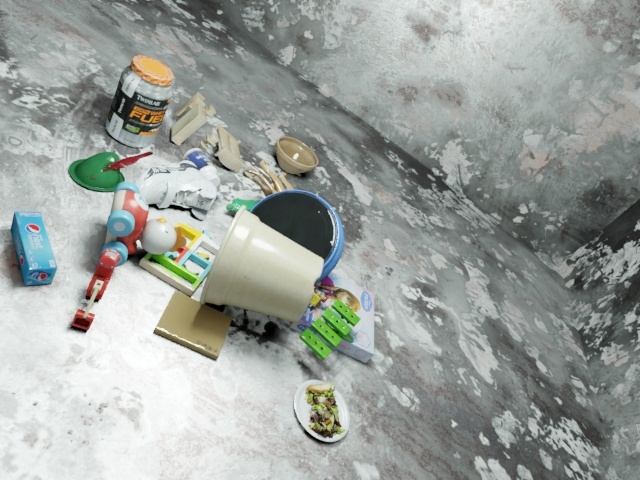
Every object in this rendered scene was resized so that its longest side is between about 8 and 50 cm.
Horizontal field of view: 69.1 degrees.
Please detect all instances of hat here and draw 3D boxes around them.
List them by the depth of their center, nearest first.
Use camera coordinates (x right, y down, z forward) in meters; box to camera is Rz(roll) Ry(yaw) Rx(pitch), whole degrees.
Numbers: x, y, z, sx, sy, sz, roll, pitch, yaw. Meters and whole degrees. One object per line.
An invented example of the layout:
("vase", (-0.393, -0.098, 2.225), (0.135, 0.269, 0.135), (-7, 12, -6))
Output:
("hat", (-0.729, -0.289, 1.592), (0.208, 0.184, 0.173), (-7, 52, -47))

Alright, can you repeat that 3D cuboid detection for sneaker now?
("sneaker", (-0.511, -0.170, 1.691), (0.210, 0.137, 0.366), (37, 29, 5))

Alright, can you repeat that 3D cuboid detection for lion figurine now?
("lion figurine", (-0.159, -0.185, 1.975), (0.240, 0.142, 0.392), (58, 20, 16))

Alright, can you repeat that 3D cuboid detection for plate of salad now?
("plate of salad", (0.012, 0.512, 1.421), (0.199, 0.048, 0.200), (25, 34, -19))

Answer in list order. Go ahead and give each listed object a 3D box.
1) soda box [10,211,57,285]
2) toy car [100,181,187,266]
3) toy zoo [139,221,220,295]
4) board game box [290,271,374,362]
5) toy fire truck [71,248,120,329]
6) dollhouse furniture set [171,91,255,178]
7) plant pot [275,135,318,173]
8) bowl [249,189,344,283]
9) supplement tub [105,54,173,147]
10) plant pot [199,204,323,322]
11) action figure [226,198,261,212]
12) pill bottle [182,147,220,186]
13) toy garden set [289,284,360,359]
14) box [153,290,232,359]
("soda box", (-0.782, 0.018, 1.264), (0.067, 0.071, 0.210), (-1, 49, -45))
("toy car", (-0.526, -0.037, 1.429), (0.237, 0.210, 0.219), (12, 29, -24))
("toy zoo", (-0.453, 0.045, 1.579), (0.192, 0.030, 0.293), (33, 33, -7))
("board game box", (0.058, 0.260, 1.756), (0.317, 0.066, 0.319), (28, 35, -14))
("toy fire truck", (-0.598, 0.126, 1.244), (0.047, 0.192, 0.135), (23, 7, -22))
("dollhouse furniture set", (-0.490, -0.442, 2.130), (0.355, 0.173, 0.303), (41, 23, -43))
("plant pot", (-0.138, -0.416, 2.374), (0.237, 0.110, 0.237), (24, 35, -18))
("bowl", (-0.109, -0.013, 1.704), (0.390, 0.077, 0.392), (-2, 66, 5))
("supplement tub", (-0.698, -0.538, 1.808), (0.193, 0.316, 0.194), (24, 35, -18))
("plant pot", (-0.169, 0.103, 1.458), (0.305, 0.334, 0.334), (24, 34, -5))
("action figure", (-0.289, -0.128, 1.912), (0.232, 0.063, 0.137), (7, 41, -47))
("pill bottle", (-0.484, -0.290, 1.906), (0.094, 0.094, 0.169), (-13, 57, -50))
("toy garden set", (-0.005, 0.275, 1.585), (0.203, 0.049, 0.244), (41, 40, 12))
("box", (-0.377, 0.252, 1.402), (0.201, 0.021, 0.164), (28, 34, -13))
